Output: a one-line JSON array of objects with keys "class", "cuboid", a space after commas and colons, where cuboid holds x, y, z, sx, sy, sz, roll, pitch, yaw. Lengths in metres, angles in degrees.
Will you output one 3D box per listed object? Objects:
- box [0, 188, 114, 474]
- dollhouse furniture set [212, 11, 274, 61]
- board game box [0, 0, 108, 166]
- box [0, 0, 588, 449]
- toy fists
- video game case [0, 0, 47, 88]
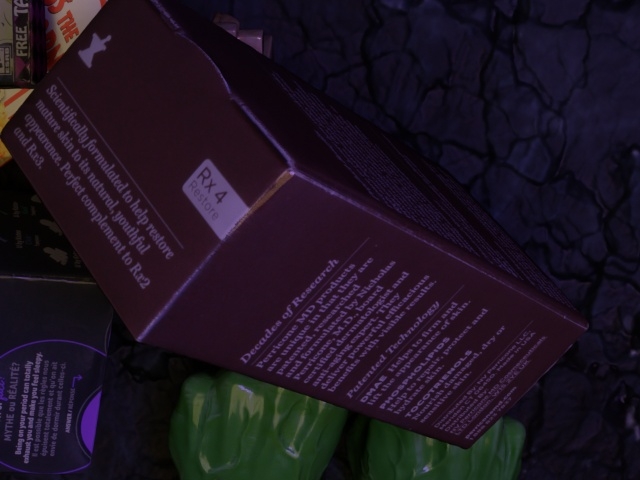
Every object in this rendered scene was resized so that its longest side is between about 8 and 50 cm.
[{"class": "box", "cuboid": [-0.292, 0.058, 1.061, 0.270, 0.143, 0.165, 5, 115, -16]}, {"class": "dollhouse furniture set", "cuboid": [-0.099, -0.154, 1.064, 0.123, 0.144, 0.151, 0, 120, 2]}, {"class": "board game box", "cuboid": [-0.225, -0.152, 1.094, 0.193, 0.045, 0.147, -36, 104, 7]}, {"class": "box", "cuboid": [0.000, 0.000, 0.966, 0.143, 0.191, 0.381, -47, 144, 11]}, {"class": "toy fists", "cuboid": [0.021, 0.158, 1.167, 0.279, 0.096, 0.142, 10, 114, -7]}, {"class": "video game case", "cuboid": [-0.297, -0.219, 1.037, 0.210, 0.042, 0.232, 0, 92, 7]}]
